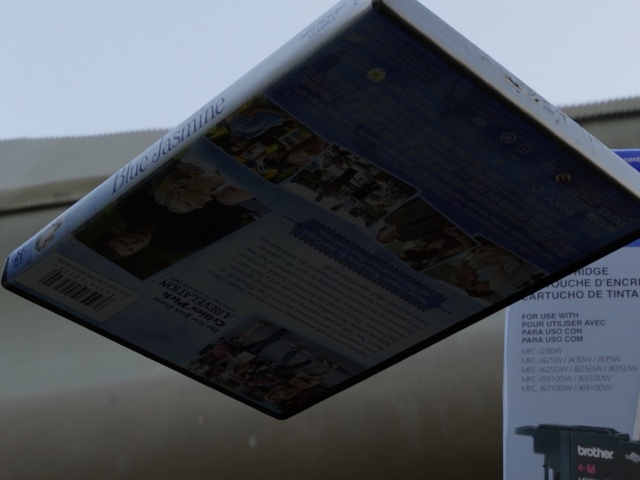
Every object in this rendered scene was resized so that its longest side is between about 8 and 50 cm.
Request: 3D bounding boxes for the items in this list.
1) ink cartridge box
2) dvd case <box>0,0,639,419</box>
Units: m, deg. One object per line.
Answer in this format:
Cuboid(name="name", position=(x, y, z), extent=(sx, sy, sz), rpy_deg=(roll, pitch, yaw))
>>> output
Cuboid(name="ink cartridge box", position=(0.192, 0.074, 0.709), extent=(0.186, 0.065, 0.311), rpy_deg=(-1, -117, 11))
Cuboid(name="dvd case", position=(0.000, 0.000, 0.591), extent=(0.180, 0.022, 0.253), rpy_deg=(30, -46, -32))
